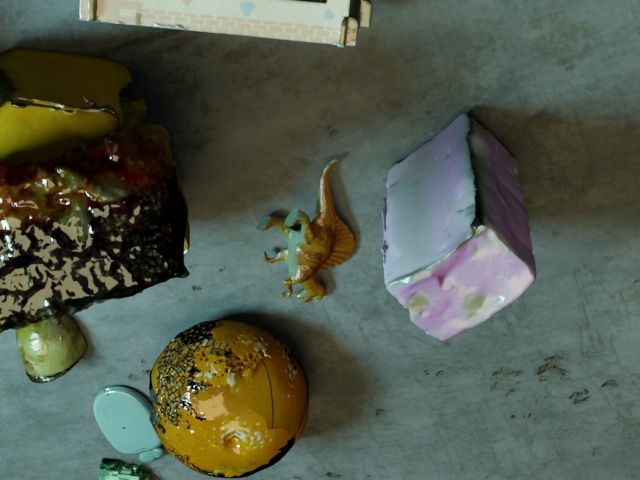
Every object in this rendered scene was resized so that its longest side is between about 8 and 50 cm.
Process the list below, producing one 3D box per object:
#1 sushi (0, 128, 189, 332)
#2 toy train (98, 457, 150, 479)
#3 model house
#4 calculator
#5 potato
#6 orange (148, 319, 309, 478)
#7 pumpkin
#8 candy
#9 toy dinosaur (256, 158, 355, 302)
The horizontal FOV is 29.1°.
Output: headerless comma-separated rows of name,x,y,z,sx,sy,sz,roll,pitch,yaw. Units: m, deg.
sushi,-0.316,-0.008,1.334,0.343,0.196,0.182,-15,104,-6
toy train,-0.306,0.370,1.924,0.083,0.033,0.053,5,121,1
model house,-0.094,-0.356,1.353,0.326,0.169,0.244,5,117,-1
calculator,-0.286,0.281,1.870,0.095,0.021,0.153,-18,117,16
potato,-0.399,0.142,1.761,0.096,0.066,0.103,-16,119,11
orange,-0.128,0.225,1.733,0.234,0.182,0.234,-3,115,-5
pumpkin,-0.306,-0.082,1.505,0.256,0.225,0.303,-17,117,6
candy,0.160,-0.023,1.483,0.155,0.265,0.116,-38,117,25
toy dinosaur,-0.001,0.001,1.640,0.142,0.057,0.212,32,123,-29
